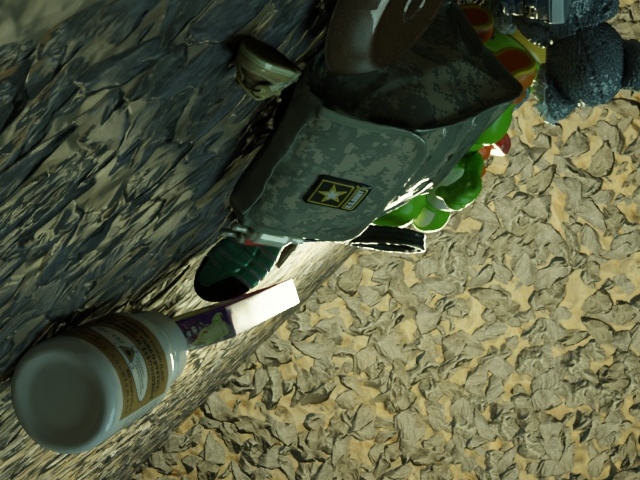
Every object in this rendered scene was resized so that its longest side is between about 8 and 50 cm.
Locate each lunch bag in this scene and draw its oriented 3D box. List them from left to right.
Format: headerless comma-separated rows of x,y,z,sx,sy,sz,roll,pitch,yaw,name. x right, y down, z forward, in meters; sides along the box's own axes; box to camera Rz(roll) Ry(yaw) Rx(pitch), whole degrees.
0.049,-0.119,1.228,0.287,0.169,0.235,-25,164,-37,lunch bag

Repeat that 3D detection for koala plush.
0.338,-0.276,1.436,0.196,0.221,0.203,-17,-179,7,koala plush

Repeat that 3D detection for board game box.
-0.170,0.121,1.556,0.208,0.056,0.347,-14,-179,13,board game box

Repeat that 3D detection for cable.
0.000,0.000,1.469,0.139,0.287,0.072,-27,-128,56,cable

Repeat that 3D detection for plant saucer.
0.080,-0.236,1.038,0.198,0.036,0.198,-48,162,-21,plant saucer

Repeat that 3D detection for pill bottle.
-0.248,0.155,1.275,0.131,0.131,0.229,-46,173,18,pill bottle

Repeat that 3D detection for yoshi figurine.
0.141,-0.128,1.453,0.362,0.203,0.203,104,5,-51,yoshi figurine

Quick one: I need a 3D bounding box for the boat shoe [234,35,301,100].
-0.050,-0.145,0.948,0.045,0.050,0.135,-51,173,9,boat shoe

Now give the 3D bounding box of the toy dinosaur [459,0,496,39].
0.197,-0.285,1.477,0.047,0.082,0.090,-108,-155,-58,toy dinosaur

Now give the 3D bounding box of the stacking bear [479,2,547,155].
0.278,-0.293,1.611,0.289,0.175,0.164,-53,-168,-2,stacking bear

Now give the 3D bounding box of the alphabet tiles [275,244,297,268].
-0.002,-0.066,1.633,0.237,0.009,0.198,-50,-167,42,alphabet tiles

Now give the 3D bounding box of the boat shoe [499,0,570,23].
0.251,-0.328,1.281,0.183,0.083,0.065,72,31,-55,boat shoe

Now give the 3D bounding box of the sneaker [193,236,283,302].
-0.094,0.013,1.566,0.224,0.083,0.098,-43,178,-16,sneaker
